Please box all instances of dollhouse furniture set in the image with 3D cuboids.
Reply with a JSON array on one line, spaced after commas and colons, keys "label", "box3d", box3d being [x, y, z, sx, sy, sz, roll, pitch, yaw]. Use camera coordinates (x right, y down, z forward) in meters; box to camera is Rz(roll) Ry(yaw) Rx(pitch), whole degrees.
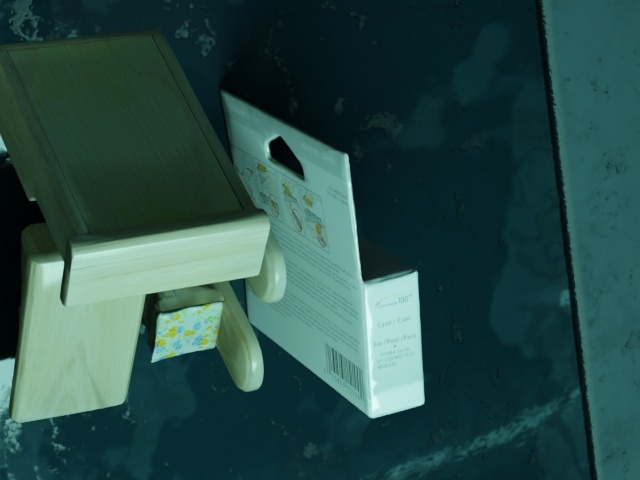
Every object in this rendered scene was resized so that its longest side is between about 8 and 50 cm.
[{"label": "dollhouse furniture set", "box3d": [-0.198, 0.048, 1.749, 0.362, 0.256, 0.394, -9, 137, -23]}]

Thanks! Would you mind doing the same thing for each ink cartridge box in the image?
[{"label": "ink cartridge box", "box3d": [0.000, 0.000, 1.886, 0.066, 0.296, 0.261, -13, 111, -22]}]
